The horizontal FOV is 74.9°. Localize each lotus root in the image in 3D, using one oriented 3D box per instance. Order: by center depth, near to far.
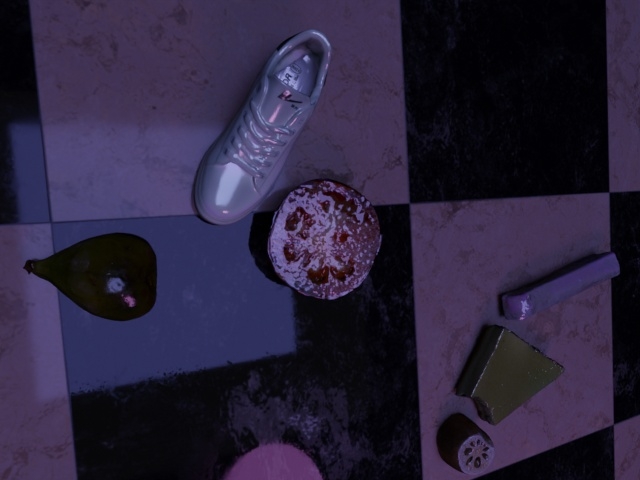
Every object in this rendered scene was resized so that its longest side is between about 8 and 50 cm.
[{"bbox_3d":[0.327,0.467,0.946,0.122,0.081,0.112,44,83,-18],"label":"lotus root"}]

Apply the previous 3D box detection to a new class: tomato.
[{"bbox_3d":[-0.001,-0.002,0.782,0.224,0.085,0.225,-2,96,-22],"label":"tomato"}]

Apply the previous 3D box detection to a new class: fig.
[{"bbox_3d":[-0.340,0.057,0.621,0.184,0.126,0.133,-2,106,-27],"label":"fig"}]

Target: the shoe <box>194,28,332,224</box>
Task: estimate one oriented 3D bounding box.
[{"bbox_3d":[-0.087,-0.189,0.698,0.131,0.160,0.363,30,80,-19],"label":"shoe"}]

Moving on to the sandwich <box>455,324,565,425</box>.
[{"bbox_3d":[0.448,0.341,1.001,0.245,0.063,0.212,33,83,-20],"label":"sandwich"}]

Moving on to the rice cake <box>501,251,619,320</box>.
[{"bbox_3d":[0.617,0.109,1.058,0.399,0.064,0.070,-18,93,-22],"label":"rice cake"}]
